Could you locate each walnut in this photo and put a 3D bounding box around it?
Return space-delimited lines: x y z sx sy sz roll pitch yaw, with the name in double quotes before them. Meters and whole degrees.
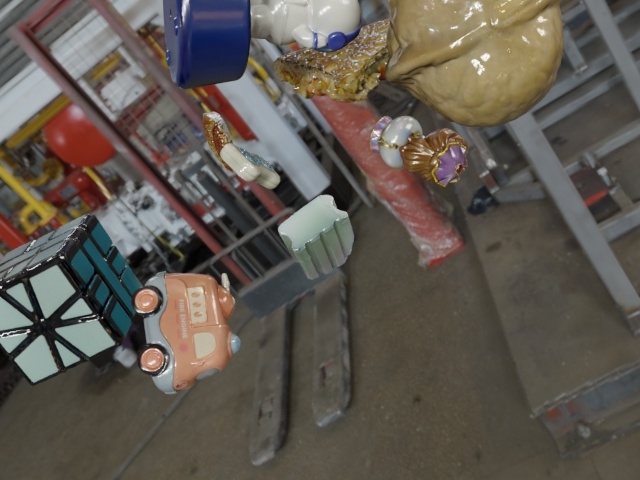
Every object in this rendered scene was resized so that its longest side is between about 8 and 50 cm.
"walnut" 0.280 -0.385 1.258 0.381 0.381 0.381 -33 23 16

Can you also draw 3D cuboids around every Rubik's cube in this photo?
"Rubik's cube" -0.654 0.142 1.727 0.294 0.288 0.283 -24 21 6

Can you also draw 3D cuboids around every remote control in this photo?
"remote control" -0.111 -0.119 1.094 0.032 0.074 0.122 -49 -17 10

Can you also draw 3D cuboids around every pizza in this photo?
"pizza" 0.073 -0.383 1.532 0.440 0.130 0.406 -14 31 19

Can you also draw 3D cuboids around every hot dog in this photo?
"hot dog" -0.285 -0.277 1.940 0.053 0.192 0.099 -33 38 -24

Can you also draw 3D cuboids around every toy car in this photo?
"toy car" -0.288 0.197 1.510 0.213 0.270 0.180 -8 -12 -3

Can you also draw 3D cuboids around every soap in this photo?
"soap" 0.000 0.000 2.229 0.208 0.115 0.347 -36 -22 -5

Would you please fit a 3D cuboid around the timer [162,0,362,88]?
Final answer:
"timer" -0.102 -0.432 1.315 0.384 0.270 0.270 -4 15 -17

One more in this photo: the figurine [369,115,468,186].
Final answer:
"figurine" 0.253 -0.222 1.689 0.263 0.142 0.189 29 32 32
